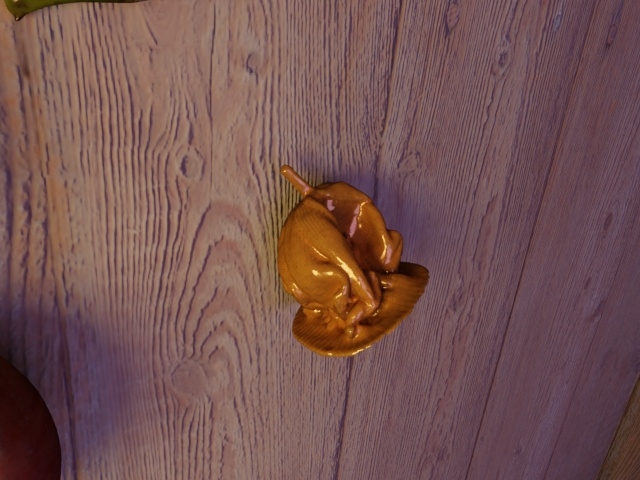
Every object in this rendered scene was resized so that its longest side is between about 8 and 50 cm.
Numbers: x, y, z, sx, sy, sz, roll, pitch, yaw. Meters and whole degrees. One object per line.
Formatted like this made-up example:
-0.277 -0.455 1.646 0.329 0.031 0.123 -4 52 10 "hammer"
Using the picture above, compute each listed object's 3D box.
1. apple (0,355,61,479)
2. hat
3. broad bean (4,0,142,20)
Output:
-0.434 0.238 0.453 0.344 0.269 0.345 0 90 -27 "apple"
0.000 0.000 0.693 0.233 0.233 0.244 61 29 -16 "hat"
-0.157 -0.306 0.511 0.339 0.061 0.077 -36 120 -18 "broad bean"
